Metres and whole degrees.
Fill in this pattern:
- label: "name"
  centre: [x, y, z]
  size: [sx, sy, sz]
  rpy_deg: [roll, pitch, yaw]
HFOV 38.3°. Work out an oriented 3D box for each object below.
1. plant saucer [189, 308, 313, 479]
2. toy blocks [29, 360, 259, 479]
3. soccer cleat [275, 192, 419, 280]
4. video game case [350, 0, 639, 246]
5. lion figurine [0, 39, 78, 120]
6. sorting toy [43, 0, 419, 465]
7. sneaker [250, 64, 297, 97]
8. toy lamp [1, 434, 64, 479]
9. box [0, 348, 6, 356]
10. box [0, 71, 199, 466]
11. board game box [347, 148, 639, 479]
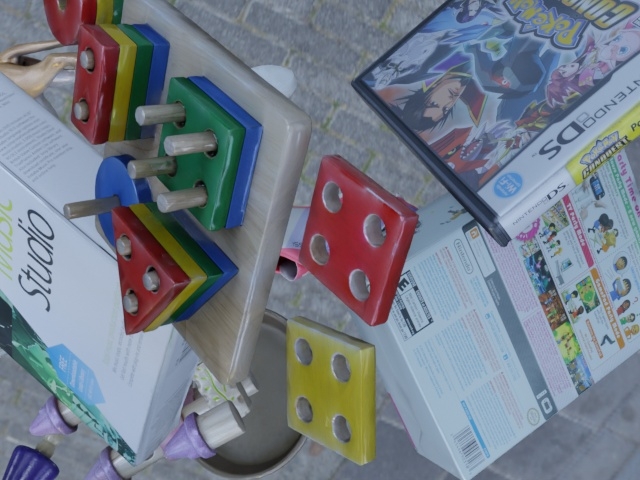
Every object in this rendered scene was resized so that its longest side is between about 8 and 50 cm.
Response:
- label: "plant saucer"
  centre: [-0.120, 0.245, 1.492]
  size: [0.277, 0.278, 0.041]
  rpy_deg: [-29, 158, 19]
- label: "toy blocks"
  centre: [-0.257, 0.160, 1.118]
  size: [0.260, 0.309, 0.289]
  rpy_deg: [-28, 95, 2]
- label: "soccer cleat"
  centre: [0.000, 0.000, 0.995]
  size: [0.248, 0.095, 0.083]
  rpy_deg: [-1, 160, -26]
- label: "video game case"
  centre: [0.183, -0.156, 0.832]
  size: [0.248, 0.275, 0.035]
  rpy_deg: [-40, 133, 5]
- label: "lion figurine"
  centre: [-0.478, -0.189, 1.530]
  size: [0.240, 0.142, 0.392]
  rpy_deg: [10, 114, 7]
- label: "sorting toy"
  centre: [-0.067, -0.018, 0.396]
  size: [0.046, 0.274, 0.132]
  rpy_deg: [-12, 131, -38]
- label: "sneaker"
  centre: [-0.124, -0.180, 1.379]
  size: [0.212, 0.080, 0.094]
  rpy_deg: [-32, 142, -5]
- label: "toy lamp"
  centre: [-0.396, 0.278, 1.431]
  size: [0.080, 0.275, 0.080]
  rpy_deg: [20, 143, 16]
- label: "box"
  centre: [-0.435, 0.049, 0.841]
  size: [0.148, 0.121, 0.311]
  rpy_deg: [-26, 158, 17]
- label: "box"
  centre: [-0.215, -0.006, 0.634]
  size: [0.322, 0.058, 0.232]
  rpy_deg: [39, 143, 12]
- label: "board game box"
  centre: [0.191, 0.051, 0.911]
  size: [0.303, 0.097, 0.224]
  rpy_deg: [-31, 108, -18]
